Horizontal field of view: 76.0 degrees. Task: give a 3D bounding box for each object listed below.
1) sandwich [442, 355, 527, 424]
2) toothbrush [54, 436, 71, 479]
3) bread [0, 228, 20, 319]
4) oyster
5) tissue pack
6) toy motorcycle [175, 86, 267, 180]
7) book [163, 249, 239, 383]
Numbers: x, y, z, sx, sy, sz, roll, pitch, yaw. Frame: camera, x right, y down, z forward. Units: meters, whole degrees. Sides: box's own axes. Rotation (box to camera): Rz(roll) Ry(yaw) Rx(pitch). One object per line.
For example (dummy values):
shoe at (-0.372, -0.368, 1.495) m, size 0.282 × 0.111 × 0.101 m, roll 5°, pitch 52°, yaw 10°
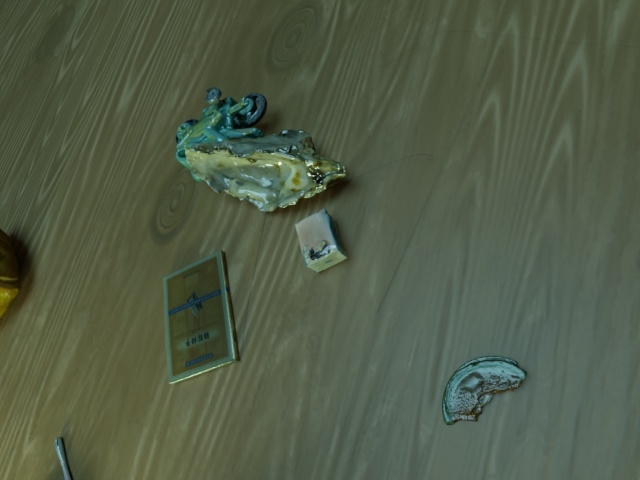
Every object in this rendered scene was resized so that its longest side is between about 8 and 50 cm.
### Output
sandwich at (0.221, 0.210, 0.585) m, size 0.135 × 0.029 × 0.067 m, roll -43°, pitch 57°, yaw 8°
toothbrush at (-0.546, 0.516, 0.878) m, size 0.017 × 0.022 × 0.204 m, roll -51°, pitch 56°, yaw 17°
bread at (-1.021, 0.121, 1.204) m, size 0.337 × 0.148 × 0.328 m, roll -48°, pitch 53°, yaw 6°
oyster at (-0.105, -0.149, 0.831) m, size 0.341 × 0.167 × 0.110 m, roll -7°, pitch 29°, yaw 24°
tissue pack at (0.000, 0.000, 0.761) m, size 0.074 × 0.058 × 0.095 m, roll -28°, pitch 61°, yaw 18°
toy motorcycle at (-0.247, -0.238, 0.948) m, size 0.296 × 0.109 × 0.199 m, roll -13°, pitch 63°, yaw 31°
book at (-0.259, 0.157, 0.863) m, size 0.170 × 0.018 × 0.242 m, roll -24°, pitch 62°, yaw 18°
